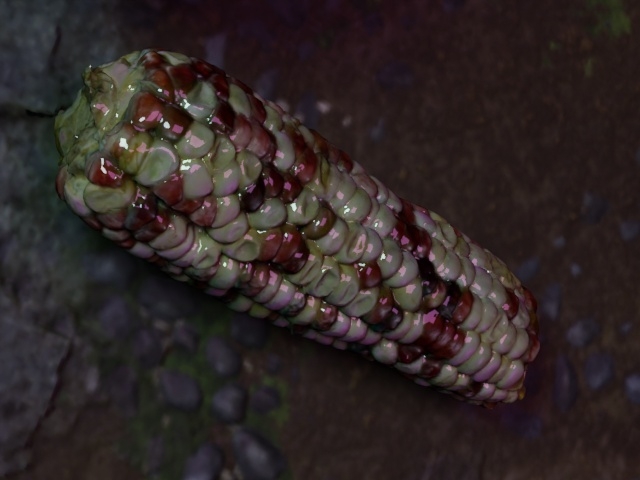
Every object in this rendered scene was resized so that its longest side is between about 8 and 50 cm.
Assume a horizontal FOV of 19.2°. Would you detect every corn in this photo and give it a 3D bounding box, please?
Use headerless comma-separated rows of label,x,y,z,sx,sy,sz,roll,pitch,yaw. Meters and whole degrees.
corn,0.000,0.000,0.869,0.280,0.092,0.092,28,70,-30
